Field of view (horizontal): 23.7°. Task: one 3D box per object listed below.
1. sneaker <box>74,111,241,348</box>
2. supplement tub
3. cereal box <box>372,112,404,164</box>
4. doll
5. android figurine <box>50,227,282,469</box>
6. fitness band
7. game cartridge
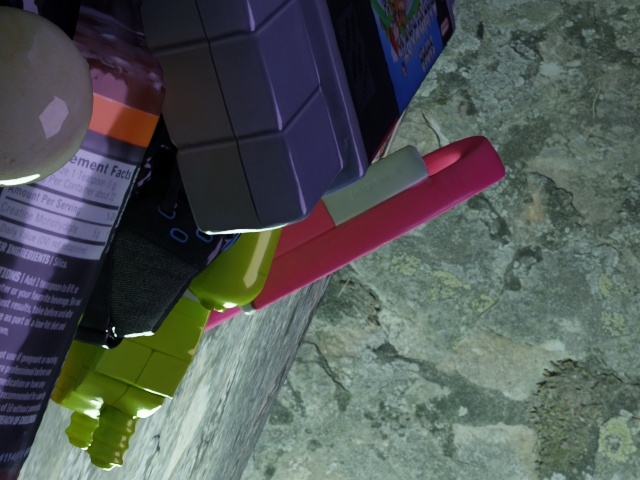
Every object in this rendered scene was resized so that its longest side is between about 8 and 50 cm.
[{"bbox_3d":[-0.076,-0.055,0.658,0.079,0.121,0.217,-58,169,-65],"label":"sneaker"},{"bbox_3d":[-0.116,-0.020,0.495,0.106,0.106,0.198,-4,116,-84],"label":"supplement tub"},{"bbox_3d":[0.064,-0.164,1.199,0.173,0.047,0.240,13,99,-84],"label":"cereal box"},{"bbox_3d":[-0.081,-0.081,0.367,0.129,0.046,0.189,98,-21,-43],"label":"doll"},{"bbox_3d":[-0.079,-0.014,0.813,0.248,0.056,0.273,1,-109,69],"label":"android figurine"},{"bbox_3d":[0.000,0.000,1.117,0.290,0.054,0.209,-27,178,-6],"label":"fitness band"},{"bbox_3d":[-0.006,-0.164,0.680,0.355,0.068,0.230,-58,131,-64],"label":"game cartridge"}]
